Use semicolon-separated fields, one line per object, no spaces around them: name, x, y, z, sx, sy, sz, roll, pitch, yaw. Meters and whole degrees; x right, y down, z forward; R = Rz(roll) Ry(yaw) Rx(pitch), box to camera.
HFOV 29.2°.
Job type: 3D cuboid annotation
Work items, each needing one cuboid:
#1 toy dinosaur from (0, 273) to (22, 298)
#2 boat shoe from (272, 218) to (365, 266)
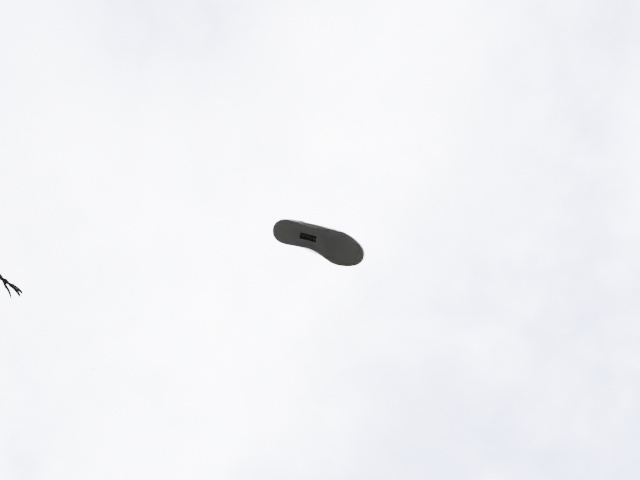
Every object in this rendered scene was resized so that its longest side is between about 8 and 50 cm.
toy dinosaur;-0.292;0.030;1.003;0.090;0.082;0.047;42;-88;-5
boat shoe;0.000;0.000;1.282;0.100;0.035;0.035;15;-79;7
